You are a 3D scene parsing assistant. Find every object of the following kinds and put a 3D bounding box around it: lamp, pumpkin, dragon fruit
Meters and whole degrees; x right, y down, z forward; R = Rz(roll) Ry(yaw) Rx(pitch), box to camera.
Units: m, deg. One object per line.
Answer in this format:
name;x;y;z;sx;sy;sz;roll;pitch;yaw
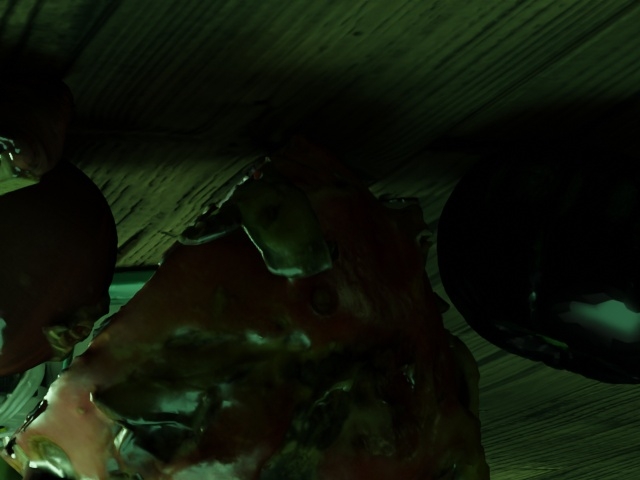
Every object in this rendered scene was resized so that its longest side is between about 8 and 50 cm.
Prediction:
lamp;-0.200;-0.001;0.971;0.215;0.151;0.223;-17;155;29
pumpkin;0.171;0.011;1.033;0.202;0.140;0.202;22;168;5
dragon fruit;-0.011;0.110;1.003;0.263;0.296;0.314;42;-171;-2

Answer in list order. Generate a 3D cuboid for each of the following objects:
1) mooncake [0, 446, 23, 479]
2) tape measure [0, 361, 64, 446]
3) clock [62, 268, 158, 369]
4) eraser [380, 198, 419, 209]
mooncake;-0.249;0.314;1.608;0.194;0.356;0.356;-9;161;28
tape measure;-0.321;0.130;1.407;0.236;0.120;0.197;-9;166;5
clock;-0.062;0.132;1.230;0.262;0.231;0.116;-4;137;8
eraser;0.000;0.000;1.187;0.150;0.023;0.104;-3;162;5
